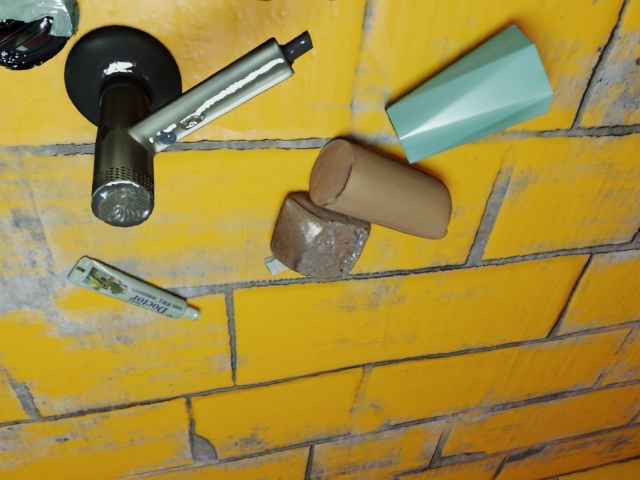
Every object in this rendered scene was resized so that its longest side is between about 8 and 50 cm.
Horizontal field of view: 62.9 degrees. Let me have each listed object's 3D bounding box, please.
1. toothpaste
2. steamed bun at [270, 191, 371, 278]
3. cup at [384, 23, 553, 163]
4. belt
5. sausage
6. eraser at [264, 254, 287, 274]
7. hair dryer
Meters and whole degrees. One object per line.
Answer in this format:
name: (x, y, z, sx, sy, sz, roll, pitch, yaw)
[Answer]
toothpaste: (-0.341, 0.102, 0.990, 0.255, 0.037, 0.067, 30, 115, -31)
steamed bun: (0.000, 0.000, 0.955, 0.174, 0.106, 0.145, 12, 115, -23)
cup: (0.227, -0.219, 0.836, 0.235, 0.134, 0.148, -26, 160, 10)
belt: (-0.367, -0.273, 0.645, 0.139, 0.058, 0.105, -24, 127, 7)
sausage: (0.116, -0.083, 0.923, 0.252, 0.123, 0.123, 16, 122, -30)
eraser: (-0.067, 0.037, 1.033, 0.083, 0.019, 0.038, -23, 132, 2)
hair dryer: (-0.161, -0.168, 0.654, 0.283, 0.320, 0.156, -24, 133, -12)
